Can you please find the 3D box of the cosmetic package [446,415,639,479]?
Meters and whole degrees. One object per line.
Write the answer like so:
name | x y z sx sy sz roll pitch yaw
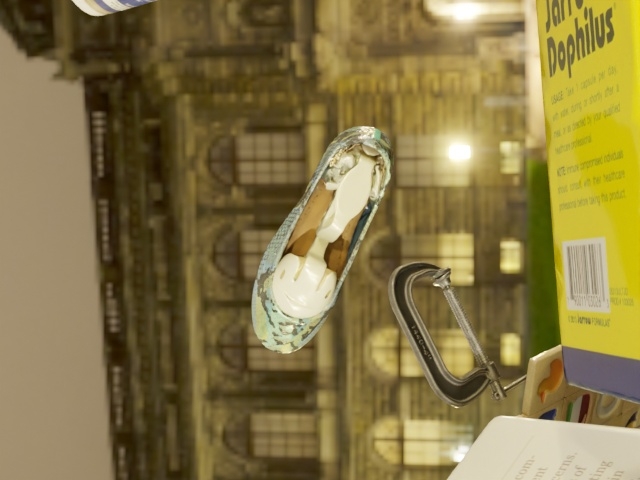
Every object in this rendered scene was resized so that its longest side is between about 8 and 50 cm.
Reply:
cosmetic package | 0.260 0.362 0.982 0.329 0.393 0.327 -44 -59 -38

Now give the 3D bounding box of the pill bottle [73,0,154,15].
pill bottle | -0.113 -0.236 1.026 0.094 0.169 0.094 -11 -90 -70

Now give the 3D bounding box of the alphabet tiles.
alphabet tiles | 0.258 0.213 1.331 0.342 0.011 0.285 -17 -58 -42

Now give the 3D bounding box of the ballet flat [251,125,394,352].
ballet flat | 0.000 0.000 1.012 0.070 0.070 0.188 2 -69 -81

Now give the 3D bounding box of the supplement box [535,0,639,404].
supplement box | 0.243 -0.094 0.767 0.195 0.194 0.356 160 105 -84

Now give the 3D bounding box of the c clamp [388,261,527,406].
c clamp | 0.123 0.086 1.238 0.137 0.022 0.161 -31 -88 -48
